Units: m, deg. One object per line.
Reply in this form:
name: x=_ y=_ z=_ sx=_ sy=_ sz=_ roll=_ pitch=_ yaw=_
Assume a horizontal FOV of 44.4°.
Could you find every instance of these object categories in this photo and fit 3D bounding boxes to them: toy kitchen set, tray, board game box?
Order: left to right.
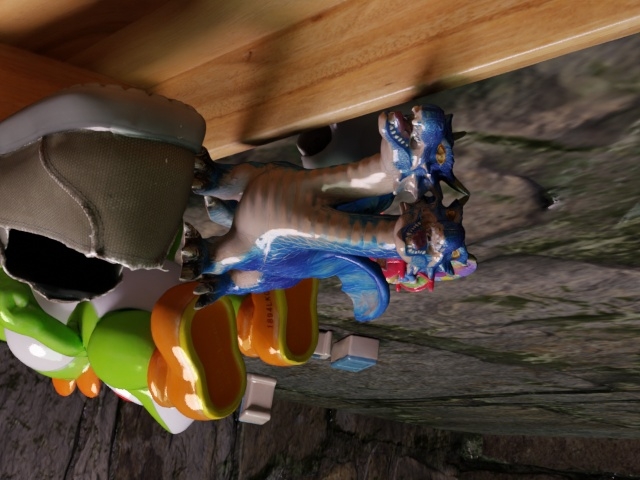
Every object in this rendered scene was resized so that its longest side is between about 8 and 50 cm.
tray: x=-0.039 y=-0.110 z=0.304 sx=0.203 sy=0.076 sz=0.411 roll=12 pitch=165 yaw=-44
toy kitchen set: x=-0.024 y=0.238 z=1.326 sx=0.207 sy=0.166 sz=0.122 roll=12 pitch=163 yaw=-10
board game box: x=0.079 y=0.035 z=0.838 sx=0.169 sy=0.033 sz=0.133 roll=12 pitch=163 yaw=-11

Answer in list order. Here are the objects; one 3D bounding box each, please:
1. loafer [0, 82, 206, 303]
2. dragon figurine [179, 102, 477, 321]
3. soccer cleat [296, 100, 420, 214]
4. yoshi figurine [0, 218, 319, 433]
loafer: x=-0.153 y=-0.011 z=0.414 sx=0.094 sy=0.087 sz=0.251 roll=10 pitch=167 yaw=-38
dragon figurine: x=0.000 y=0.000 z=0.455 sx=0.144 sy=0.085 sz=0.289 roll=5 pitch=166 yaw=-3
soccer cleat: x=0.017 y=-0.050 z=0.545 sx=0.076 sy=0.068 sz=0.196 roll=20 pitch=158 yaw=-3
yoshi figurine: x=-0.186 y=0.030 z=0.685 sx=0.362 sy=0.203 sz=0.203 roll=1 pitch=150 yaw=39
